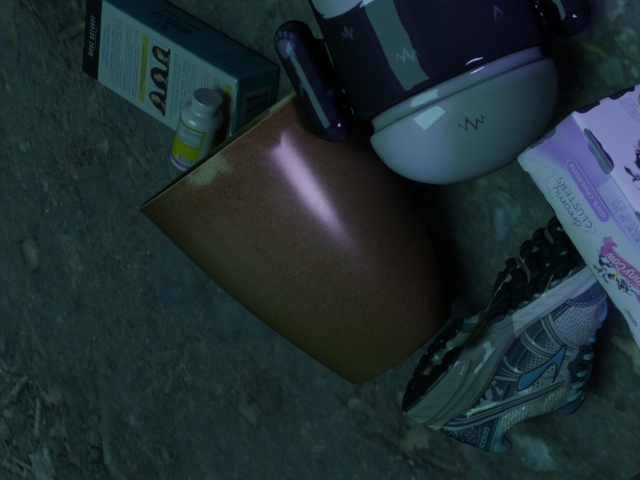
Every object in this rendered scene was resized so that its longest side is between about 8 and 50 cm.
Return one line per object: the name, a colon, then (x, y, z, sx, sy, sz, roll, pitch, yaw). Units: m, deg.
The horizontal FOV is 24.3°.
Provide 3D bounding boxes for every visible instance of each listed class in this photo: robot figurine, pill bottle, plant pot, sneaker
robot figurine: (0.087, -0.184, 1.224, 0.209, 0.173, 0.278, -24, 89, 53)
pill bottle: (-0.121, -0.110, 1.483, 0.043, 0.043, 0.083, 43, 134, 25)
plant pot: (0.000, 0.000, 1.380, 0.254, 0.237, 0.237, 54, 140, -6)
sneaker: (0.198, 0.082, 1.297, 0.122, 0.110, 0.283, 34, 125, -12)

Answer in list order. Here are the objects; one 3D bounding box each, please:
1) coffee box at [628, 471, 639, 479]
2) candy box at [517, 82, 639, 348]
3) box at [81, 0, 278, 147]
coffee box: (0.350, 0.308, 1.033, 0.337, 0.338, 0.334, -37, 80, 49)
candy box: (0.263, -0.034, 1.078, 0.165, 0.196, 0.070, 58, 139, 9)
box: (-0.152, -0.181, 1.565, 0.244, 0.060, 0.101, 34, 130, 33)
